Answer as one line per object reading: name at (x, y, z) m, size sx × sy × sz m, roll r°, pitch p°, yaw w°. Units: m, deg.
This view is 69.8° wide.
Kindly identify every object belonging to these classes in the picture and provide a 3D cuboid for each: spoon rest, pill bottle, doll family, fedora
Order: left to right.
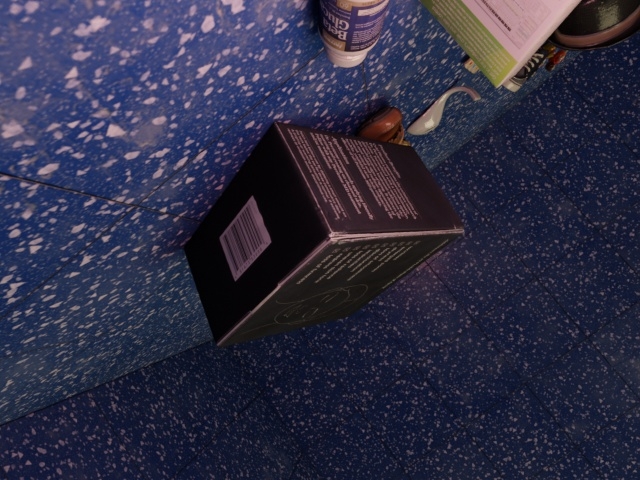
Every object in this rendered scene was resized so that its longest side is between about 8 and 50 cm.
pill bottle at (0.044, -0.321, 0.641) m, size 0.094 × 0.094 × 0.169 m, roll -36°, pitch 172°, yaw -10°
spoon rest at (0.423, -0.462, 1.628) m, size 0.276 × 0.084 × 0.137 m, roll -27°, pitch 179°, yaw 39°
doll family at (0.932, -0.782, 1.945) m, size 0.163 × 0.118 × 0.263 m, roll -45°, pitch -171°, yaw 8°
fedora at (0.845, -0.739, 1.388) m, size 0.334 × 0.334 × 0.152 m, roll -38°, pitch 142°, yaw 5°

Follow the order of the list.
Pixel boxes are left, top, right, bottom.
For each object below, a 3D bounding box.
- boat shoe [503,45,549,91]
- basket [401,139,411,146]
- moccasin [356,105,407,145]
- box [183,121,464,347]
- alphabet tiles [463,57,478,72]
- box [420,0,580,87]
boat shoe at (0.775, -0.682, 1.763) m, size 0.340 × 0.127 × 0.158 m, roll -40°, pitch 170°, yaw -51°
basket at (0.268, -0.223, 1.737) m, size 0.223 × 0.213 × 0.299 m, roll -42°, pitch 171°, yaw 34°
moccasin at (0.177, -0.265, 1.339) m, size 0.139 × 0.147 × 0.380 m, roll -36°, pitch 172°, yaw -14°
box at (0.000, 0.000, 1.139) m, size 0.472 × 0.297 × 0.480 m, roll -1°, pitch 148°, yaw -44°
alphabet tiles at (0.553, -0.628, 1.384) m, size 0.278 × 0.021 × 0.284 m, roll -45°, pitch 170°, yaw 28°
box at (0.280, -0.411, 0.668) m, size 0.059 × 0.232 × 0.322 m, roll -34°, pitch 172°, yaw -18°
